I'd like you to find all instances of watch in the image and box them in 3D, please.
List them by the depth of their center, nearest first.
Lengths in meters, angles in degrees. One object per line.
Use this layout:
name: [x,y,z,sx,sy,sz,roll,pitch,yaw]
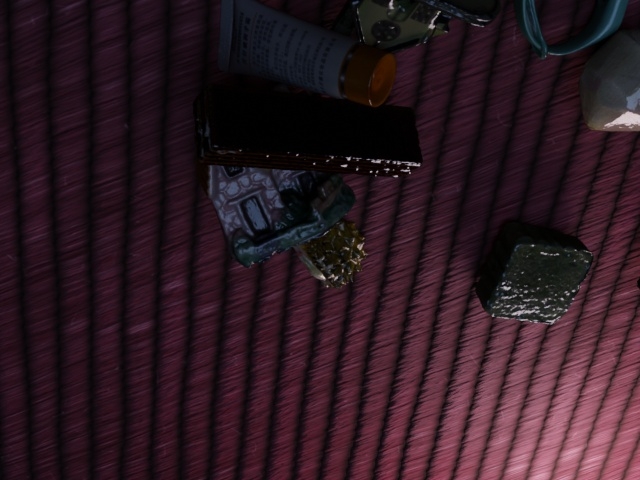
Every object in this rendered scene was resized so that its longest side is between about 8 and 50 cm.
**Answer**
watch: [0.417,-0.416,1.417,0.195,0.068,0.237,4,118,-9]

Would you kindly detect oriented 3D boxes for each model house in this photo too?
model house: [0.123,-0.359,1.371,0.218,0.205,0.279,18,145,-16]
model house: [-0.092,-0.123,1.422,0.236,0.202,0.238,-24,111,1]

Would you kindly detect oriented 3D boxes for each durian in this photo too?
durian: [-0.002,0.010,1.592,0.224,0.078,0.140,35,109,-25]

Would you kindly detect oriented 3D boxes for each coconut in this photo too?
coconut: [0.526,-0.263,1.470,0.170,0.171,0.183,32,112,-23]

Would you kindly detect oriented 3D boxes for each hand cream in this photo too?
hand cream: [-0.038,-0.287,1.343,0.314,0.089,0.140,24,123,21]

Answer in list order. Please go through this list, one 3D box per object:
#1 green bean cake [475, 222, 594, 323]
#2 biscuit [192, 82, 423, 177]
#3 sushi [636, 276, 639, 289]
green bean cake: [0.416,0.066,1.678,0.184,0.094,0.184,11,117,-15]
biscuit: [-0.010,-0.168,1.346,0.388,0.107,0.073,2,163,-30]
sushi: [0.752,0.058,1.678,0.225,0.218,0.239,-7,114,-53]
